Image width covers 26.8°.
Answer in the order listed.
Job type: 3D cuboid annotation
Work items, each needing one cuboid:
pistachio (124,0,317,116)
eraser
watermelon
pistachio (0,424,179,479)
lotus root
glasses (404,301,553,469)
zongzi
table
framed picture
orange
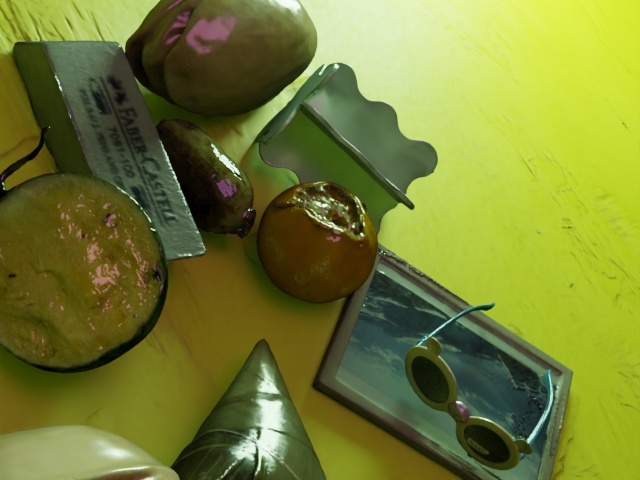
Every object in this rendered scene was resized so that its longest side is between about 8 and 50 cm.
[{"bbox_3d":[-0.113,-0.250,1.714,0.162,0.181,0.293,23,27,29],"label":"pistachio"},{"bbox_3d":[-0.253,-0.111,1.580,0.111,0.077,0.352,-9,65,-37],"label":"eraser"},{"bbox_3d":[-0.264,0.033,1.422,0.232,0.127,0.204,40,87,12],"label":"watermelon"},{"bbox_3d":[-0.268,0.279,1.201,0.309,0.230,0.230,-14,69,-35],"label":"pistachio"},{"bbox_3d":[-0.146,-0.074,1.618,0.179,0.089,0.080,48,16,12],"label":"lotus root"},{"bbox_3d":[0.203,0.180,1.683,0.189,0.088,0.220,48,27,5],"label":"glasses"},{"bbox_3d":[-0.016,0.280,1.433,0.289,0.154,0.317,45,38,-10],"label":"zongzi"},{"bbox_3d":[0.038,-0.111,1.727,0.198,0.166,0.166,42,46,-11],"label":"table"},{"bbox_3d":[0.167,0.175,1.702,0.335,0.022,0.247,33,47,-11],"label":"framed picture"},{"bbox_3d":[0.000,0.000,1.635,0.155,0.134,0.154,21,53,-30],"label":"orange"}]
